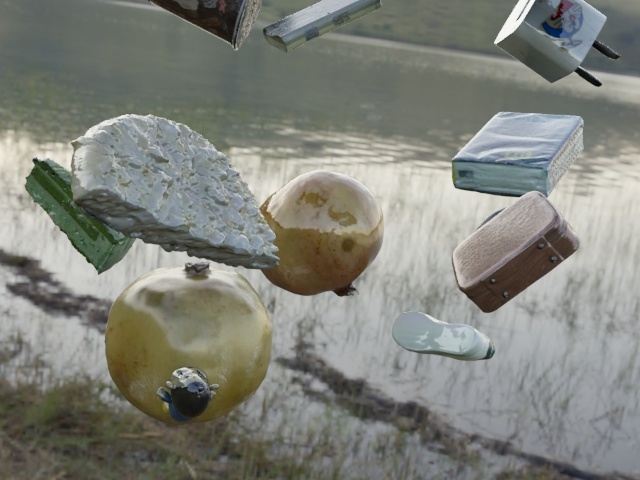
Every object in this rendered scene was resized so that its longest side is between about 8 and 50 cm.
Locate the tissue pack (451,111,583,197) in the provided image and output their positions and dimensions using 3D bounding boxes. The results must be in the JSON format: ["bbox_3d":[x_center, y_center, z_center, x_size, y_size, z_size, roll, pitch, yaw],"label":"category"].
[{"bbox_3d":[0.383,-0.166,1.752,0.185,0.081,0.257,9,31,28],"label":"tissue pack"}]

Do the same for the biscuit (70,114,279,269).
[{"bbox_3d":[-0.169,-0.061,1.068,0.084,0.179,0.281,-32,-39,30],"label":"biscuit"}]

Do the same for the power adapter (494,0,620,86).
[{"bbox_3d":[0.444,-0.360,1.650,0.205,0.130,0.125,32,-10,-8],"label":"power adapter"}]

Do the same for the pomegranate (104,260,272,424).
[{"bbox_3d":[-0.258,0.192,1.782,0.333,0.332,0.332,7,13,-2],"label":"pomegranate"}]

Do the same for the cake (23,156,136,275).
[{"bbox_3d":[-0.441,-0.058,1.696,0.235,0.100,0.099,45,31,10],"label":"cake"}]

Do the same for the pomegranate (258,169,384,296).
[{"bbox_3d":[0.000,0.000,2.209,0.338,0.338,0.338,7,13,-2],"label":"pomegranate"}]

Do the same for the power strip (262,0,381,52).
[{"bbox_3d":[0.017,-0.432,1.741,0.268,0.034,0.092,-29,36,-17],"label":"power strip"}]

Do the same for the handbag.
[{"bbox_3d":[0.304,0.012,1.446,0.072,0.193,0.151,42,20,-22],"label":"handbag"}]

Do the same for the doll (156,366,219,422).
[{"bbox_3d":[-0.224,0.259,1.536,0.102,0.088,0.179,4,-16,-22],"label":"doll"}]

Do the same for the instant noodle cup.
[{"bbox_3d":[-0.225,-0.527,1.859,0.207,0.217,0.217,22,13,-1],"label":"instant noodle cup"}]

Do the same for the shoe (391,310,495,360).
[{"bbox_3d":[0.285,0.232,2.113,0.110,0.095,0.265,25,-10,-37],"label":"shoe"}]
